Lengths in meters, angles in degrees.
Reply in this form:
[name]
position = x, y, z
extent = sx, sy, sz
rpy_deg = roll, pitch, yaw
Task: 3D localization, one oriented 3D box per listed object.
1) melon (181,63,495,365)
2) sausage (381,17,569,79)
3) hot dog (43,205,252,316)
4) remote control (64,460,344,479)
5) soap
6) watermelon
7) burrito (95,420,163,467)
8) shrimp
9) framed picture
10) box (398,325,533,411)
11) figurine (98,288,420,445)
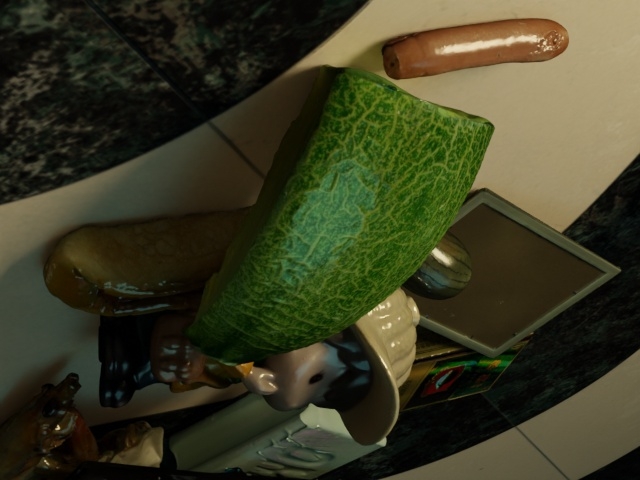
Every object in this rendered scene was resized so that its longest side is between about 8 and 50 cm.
[melon]
position = 0.000, 0.000, 1.063
extent = 0.196, 0.124, 0.323
rpy_deg = 16, 114, -42
[sausage]
position = 0.139, -0.166, 1.046
extent = 0.186, 0.043, 0.043
rpy_deg = -11, 151, -24
[hot dog]
position = -0.135, 0.025, 1.142
extent = 0.242, 0.073, 0.084
rpy_deg = -8, 155, -29
[remote control]
position = -0.133, 0.318, 1.482
extent = 0.398, 0.062, 0.144
rpy_deg = 11, 143, -32
[soap]
position = -0.059, 0.256, 1.542
extent = 0.261, 0.094, 0.150
rpy_deg = -32, 137, 32
[watermelon]
position = 0.113, 0.020, 1.314
extent = 0.110, 0.078, 0.078
rpy_deg = 32, 127, -19
[burrito]
position = -0.280, 0.342, 1.604
extent = 0.117, 0.076, 0.392
rpy_deg = -2, 147, -18
[shrimp]
position = -0.306, 0.233, 1.380
extent = 0.152, 0.063, 0.287
rpy_deg = 12, 138, -33
[framed picture]
position = 0.198, 0.044, 1.441
extent = 0.217, 0.017, 0.274
rpy_deg = -38, 135, 27
[box]
position = 0.144, 0.161, 1.623
extent = 0.240, 0.071, 0.159
rpy_deg = -10, 147, -24
[figurine]
position = -0.061, 0.092, 1.264
extent = 0.332, 0.205, 0.185
rpy_deg = 12, 148, -5
